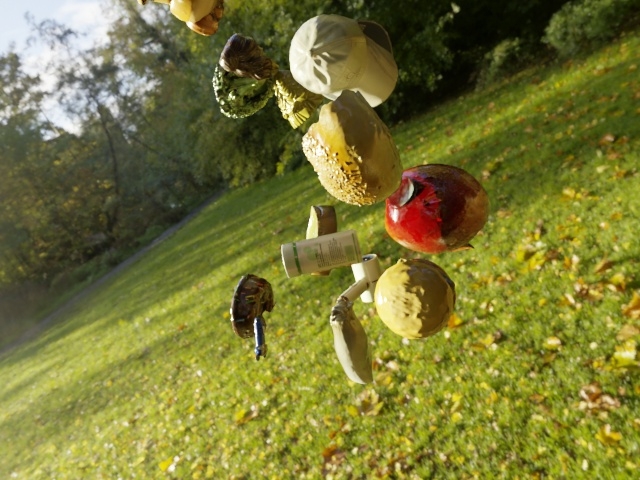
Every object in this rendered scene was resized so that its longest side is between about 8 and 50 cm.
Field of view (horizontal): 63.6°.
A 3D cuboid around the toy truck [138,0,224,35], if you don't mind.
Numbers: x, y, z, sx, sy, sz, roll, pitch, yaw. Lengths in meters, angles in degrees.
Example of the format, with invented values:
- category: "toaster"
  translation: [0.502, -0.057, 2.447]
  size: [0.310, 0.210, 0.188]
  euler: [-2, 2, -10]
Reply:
- category: "toy truck"
  translation: [-0.323, -0.657, 1.288]
  size: [0.204, 0.212, 0.288]
  euler: [-57, 23, 34]

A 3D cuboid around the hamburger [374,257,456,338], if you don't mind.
- category: "hamburger"
  translation: [0.188, 0.110, 1.013]
  size: [0.162, 0.162, 0.115]
  euler: [-24, 0, 23]

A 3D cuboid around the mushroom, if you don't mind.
- category: "mushroom"
  translation: [0.118, 0.372, 1.876]
  size: [0.126, 0.397, 0.177]
  euler: [-3, 52, 15]

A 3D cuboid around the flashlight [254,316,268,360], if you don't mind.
- category: "flashlight"
  translation: [-0.169, 0.280, 1.473]
  size: [0.035, 0.121, 0.057]
  euler: [-3, 1, 26]

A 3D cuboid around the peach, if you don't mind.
- category: "peach"
  translation: [0.409, -0.125, 1.939]
  size: [0.406, 0.310, 0.335]
  euler: [6, 71, 50]

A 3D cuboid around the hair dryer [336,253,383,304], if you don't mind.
- category: "hair dryer"
  translation: [0.166, 0.213, 2.285]
  size: [0.128, 0.203, 0.362]
  euler: [-9, 14, 35]

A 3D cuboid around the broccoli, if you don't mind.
- category: "broccoli"
  translation: [-0.244, -0.507, 1.654]
  size: [0.176, 0.198, 0.226]
  euler: [-29, 35, 34]

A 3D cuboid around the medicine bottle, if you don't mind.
- category: "medicine bottle"
  translation: [0.005, 0.031, 1.241]
  size: [0.183, 0.086, 0.086]
  euler: [-12, 17, 4]

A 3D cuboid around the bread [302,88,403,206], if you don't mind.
- category: "bread"
  translation: [0.082, -0.163, 1.120]
  size: [0.171, 0.192, 0.314]
  euler: [-37, -13, -3]

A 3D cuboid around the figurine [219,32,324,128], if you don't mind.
- category: "figurine"
  translation: [-0.147, -0.505, 1.566]
  size: [0.168, 0.315, 0.187]
  euler: [-60, 21, -9]

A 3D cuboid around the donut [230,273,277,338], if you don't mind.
- category: "donut"
  translation: [-0.232, 0.228, 1.822]
  size: [0.096, 0.216, 0.230]
  euler: [6, 32, 18]

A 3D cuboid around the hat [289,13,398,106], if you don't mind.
- category: "hat"
  translation: [0.055, -0.424, 1.268]
  size: [0.232, 0.275, 0.161]
  euler: [-45, 27, 37]

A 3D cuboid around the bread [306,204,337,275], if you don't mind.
- category: "bread"
  translation: [0.000, 0.000, 1.688]
  size: [0.070, 0.236, 0.236]
  euler: [4, 11, -11]
